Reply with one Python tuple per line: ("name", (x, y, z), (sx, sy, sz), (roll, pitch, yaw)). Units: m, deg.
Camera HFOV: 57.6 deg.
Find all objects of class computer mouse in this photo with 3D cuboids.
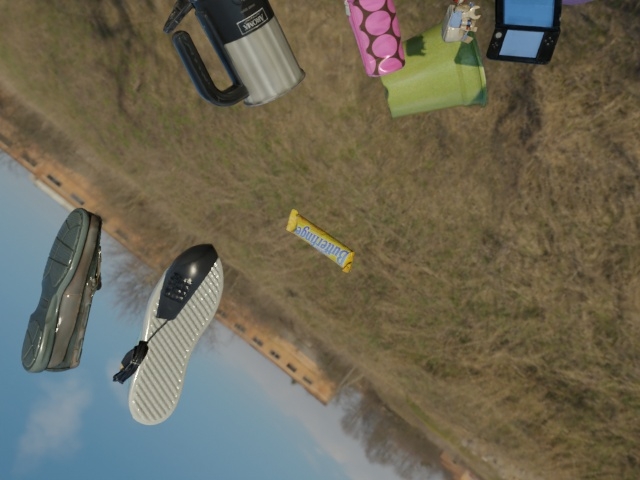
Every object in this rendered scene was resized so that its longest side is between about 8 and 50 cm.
("computer mouse", (-0.202, 0.091, 0.718), (0.041, 0.242, 0.071), (35, -160, -11))

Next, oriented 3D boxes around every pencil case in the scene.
("pencil case", (0.107, -0.432, 1.182), (0.095, 0.098, 0.209), (25, 153, 43))

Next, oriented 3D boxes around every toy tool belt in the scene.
("toy tool belt", (0.219, -0.341, 0.889), (0.051, 0.052, 0.083), (3, 139, -8))

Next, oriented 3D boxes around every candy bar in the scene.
("candy bar", (0.000, 0.000, 0.933), (0.018, 0.040, 0.161), (-4, -151, -43))

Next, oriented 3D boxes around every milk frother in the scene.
("milk frother", (-0.109, -0.237, 0.694), (0.134, 0.129, 0.143), (62, 180, -31))

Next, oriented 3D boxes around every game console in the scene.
("game console", (0.371, -0.391, 1.070), (0.122, 0.107, 0.071), (18, 175, 32))

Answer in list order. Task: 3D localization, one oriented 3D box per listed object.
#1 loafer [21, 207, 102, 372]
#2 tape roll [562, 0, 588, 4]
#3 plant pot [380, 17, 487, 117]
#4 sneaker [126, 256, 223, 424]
("loafer", (-0.392, 0.081, 0.922), (0.084, 0.267, 0.096), (17, -176, -46))
("tape roll", (0.470, -0.563, 1.013), (0.275, 0.275, 0.090), (44, 173, -24))
("plant pot", (0.291, -0.459, 1.593), (0.276, 0.254, 0.276), (-16, -90, -80))
("sneaker", (-0.318, 0.179, 1.200), (0.135, 0.366, 0.150), (25, 174, -27))
